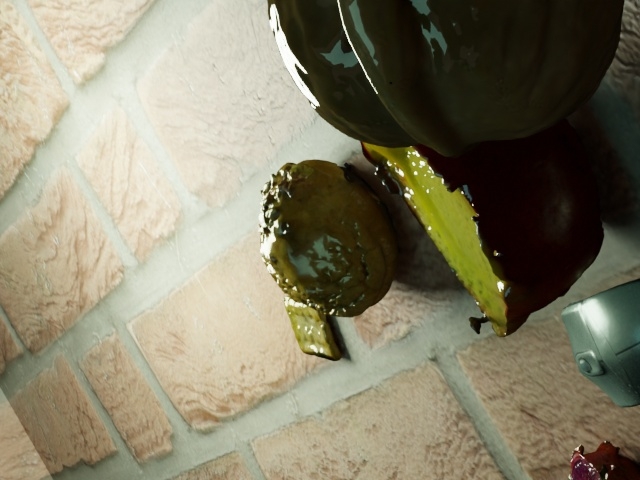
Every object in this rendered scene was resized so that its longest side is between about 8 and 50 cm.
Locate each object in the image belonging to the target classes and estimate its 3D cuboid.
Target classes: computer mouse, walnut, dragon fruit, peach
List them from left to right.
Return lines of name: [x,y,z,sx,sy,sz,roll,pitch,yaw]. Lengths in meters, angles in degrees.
walnut: [0.098,-0.202,1.462,0.296,0.285,0.285,-5,116,25]
peach: [0.151,-0.068,1.633,0.267,0.154,0.159,55,161,9]
dragon fruit: [0.295,0.253,1.807,0.126,0.068,0.112,159,99,-76]
computer mouse: [0.278,0.095,1.670,0.113,0.068,0.229,60,153,5]

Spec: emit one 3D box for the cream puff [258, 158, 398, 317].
cream puff: [0.000,0.000,1.999,0.189,0.129,0.189,38,146,32]

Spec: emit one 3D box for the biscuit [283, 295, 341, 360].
biscuit: [-0.010,0.107,2.242,0.083,0.018,0.081,7,122,57]
